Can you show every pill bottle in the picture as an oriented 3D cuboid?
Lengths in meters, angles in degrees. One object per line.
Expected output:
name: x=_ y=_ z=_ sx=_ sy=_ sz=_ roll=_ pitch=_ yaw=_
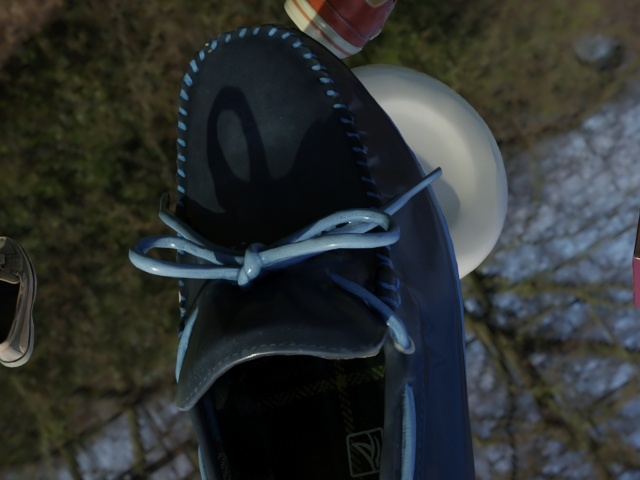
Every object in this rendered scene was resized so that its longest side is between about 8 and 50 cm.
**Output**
pill bottle: x=0.000 y=0.000 z=1.297 sx=0.188 sy=0.188 sz=0.334 roll=-35 pitch=177 yaw=-33

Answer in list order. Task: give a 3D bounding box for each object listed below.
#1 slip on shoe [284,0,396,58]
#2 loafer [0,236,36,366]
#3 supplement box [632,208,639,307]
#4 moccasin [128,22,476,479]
slip on shoe: x=0.038 y=-0.275 z=1.593 sx=0.101 sy=0.123 sz=0.331 roll=-43 pitch=-170 yaw=17
loafer: x=-0.275 y=0.048 z=1.332 sx=0.045 sy=0.125 sz=0.039 roll=-15 pitch=152 yaw=7
supplement box: x=0.351 y=-0.035 z=1.455 sx=0.104 sy=0.080 sz=0.188 roll=70 pitch=30 yaw=-58
moccasin: x=0.004 y=0.051 z=0.643 sx=0.137 sy=0.342 sz=0.117 roll=-25 pitch=159 yaw=19
